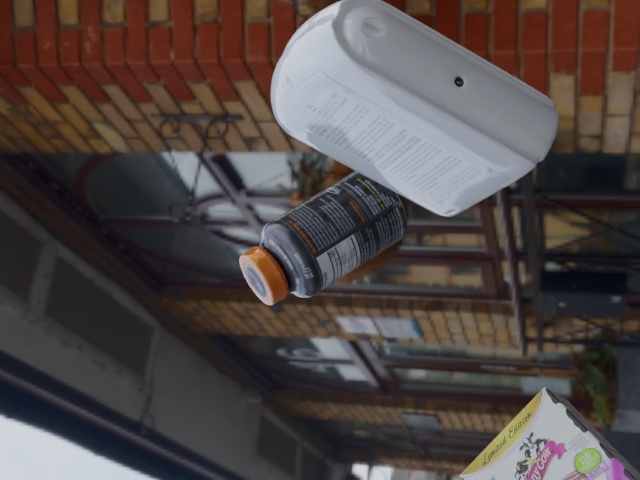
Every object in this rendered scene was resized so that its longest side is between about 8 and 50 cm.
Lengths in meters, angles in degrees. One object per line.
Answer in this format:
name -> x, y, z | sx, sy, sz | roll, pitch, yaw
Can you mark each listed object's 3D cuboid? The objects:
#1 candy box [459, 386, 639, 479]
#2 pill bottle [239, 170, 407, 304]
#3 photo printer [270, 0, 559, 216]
candy box -> 0.295, 0.308, 1.059 | 0.159, 0.233, 0.071 | -49, -45, 8
pill bottle -> 0.000, 0.000, 1.372 | 0.246, 0.130, 0.130 | -31, -46, -22
photo printer -> 0.093, -0.159, 1.105 | 0.107, 0.308, 0.256 | -67, 11, -21
